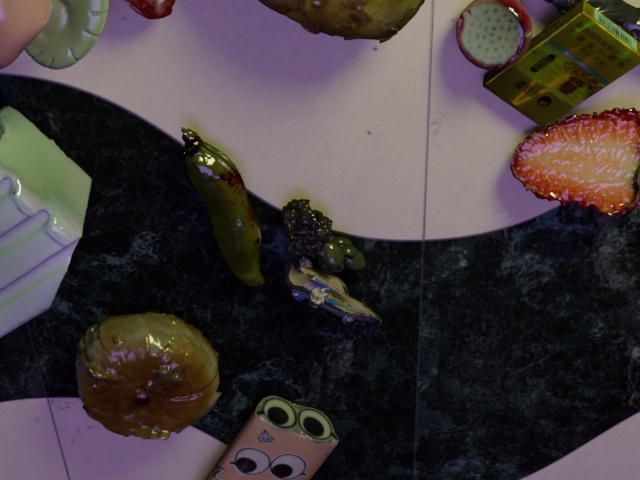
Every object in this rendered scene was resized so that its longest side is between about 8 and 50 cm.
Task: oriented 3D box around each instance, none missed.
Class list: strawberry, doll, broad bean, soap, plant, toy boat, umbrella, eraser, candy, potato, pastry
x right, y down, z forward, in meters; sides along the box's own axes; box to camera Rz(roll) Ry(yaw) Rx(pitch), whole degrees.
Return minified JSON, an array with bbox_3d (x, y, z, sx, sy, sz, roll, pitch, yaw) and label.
[{"bbox_3d":[0.399,-0.129,1.596,0.208,0.087,0.167,18,109,16],"label":"strawberry"},{"bbox_3d":[-0.429,-0.295,1.347,0.284,0.216,0.268,37,113,-18],"label":"doll"},{"bbox_3d":[-0.139,-0.046,1.648,0.077,0.061,0.339,-8,128,14],"label":"broad bean"},{"bbox_3d":[-0.551,0.023,1.633,0.446,0.156,0.261,-32,123,21],"label":"soap"},{"bbox_3d":[0.000,0.000,1.681,0.085,0.087,0.174,-4,144,49],"label":"plant"},{"bbox_3d":[0.028,0.095,1.764,0.210,0.084,0.066,31,85,-36],"label":"toy boat"},{"bbox_3d":[0.388,-0.307,1.458,0.236,0.059,0.066,22,104,-15],"label":"umbrella"},{"bbox_3d":[-0.106,0.421,2.006,0.171,0.087,0.290,22,124,-17],"label":"eraser"},{"bbox_3d":[0.234,-0.281,1.457,0.103,0.043,0.103,8,113,20],"label":"candy"},{"bbox_3d":[-0.003,-0.355,1.354,0.298,0.141,0.176,20,116,-17],"label":"potato"},{"bbox_3d":[-0.292,0.233,1.829,0.257,0.120,0.235,14,127,-13],"label":"pastry"}]

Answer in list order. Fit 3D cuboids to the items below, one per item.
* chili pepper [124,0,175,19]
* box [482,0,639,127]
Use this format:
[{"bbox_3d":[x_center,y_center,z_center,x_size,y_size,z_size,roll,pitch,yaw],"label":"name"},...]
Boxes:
[{"bbox_3d":[-0.234,-0.392,1.354,0.136,0.144,0.252,19,153,39],"label":"chili pepper"},{"bbox_3d":[0.333,-0.239,1.490,0.121,0.030,0.193,30,140,-22],"label":"box"}]
